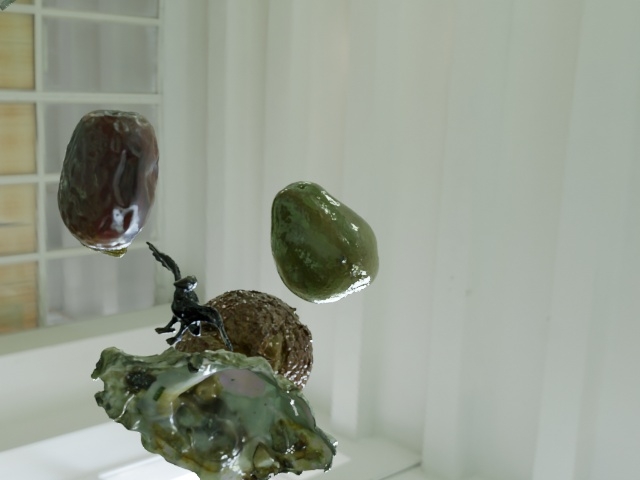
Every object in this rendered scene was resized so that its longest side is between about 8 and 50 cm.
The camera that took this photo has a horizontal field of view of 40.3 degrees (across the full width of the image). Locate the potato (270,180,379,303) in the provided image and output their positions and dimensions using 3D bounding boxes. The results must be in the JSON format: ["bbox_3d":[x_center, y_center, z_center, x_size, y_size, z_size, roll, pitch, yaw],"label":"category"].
[{"bbox_3d":[0.000,0.000,1.299,0.157,0.157,0.194,-13,-71,46],"label":"potato"}]

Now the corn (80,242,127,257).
[{"bbox_3d":[-0.432,0.008,1.739,0.037,0.092,0.037,-48,-149,42],"label":"corn"}]

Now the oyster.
[{"bbox_3d":[-0.143,0.228,1.210,0.201,0.354,0.107,-46,-156,19],"label":"oyster"}]

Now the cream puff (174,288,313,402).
[{"bbox_3d":[-0.161,0.235,1.810,0.303,0.303,0.212,57,-15,23],"label":"cream puff"}]

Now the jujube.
[{"bbox_3d":[-0.374,-0.105,1.529,0.183,0.183,0.243,20,-71,43],"label":"jujube"}]

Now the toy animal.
[{"bbox_3d":[-0.177,0.087,1.154,0.220,0.062,0.108,42,-53,35],"label":"toy animal"}]

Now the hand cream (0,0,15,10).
[{"bbox_3d":[-0.496,-0.404,1.222,0.186,0.087,0.054,40,-50,-14],"label":"hand cream"}]
